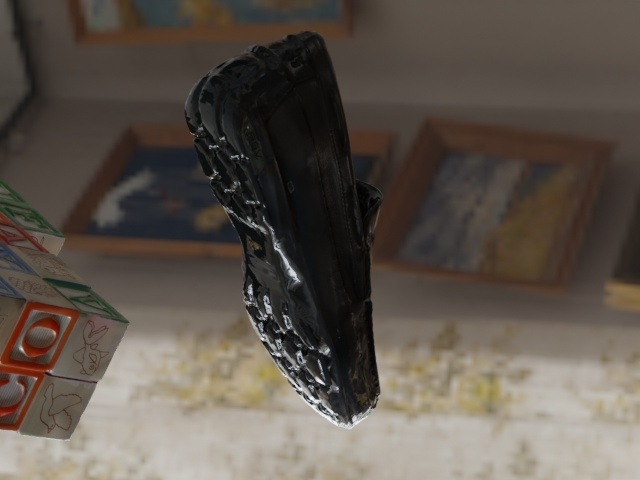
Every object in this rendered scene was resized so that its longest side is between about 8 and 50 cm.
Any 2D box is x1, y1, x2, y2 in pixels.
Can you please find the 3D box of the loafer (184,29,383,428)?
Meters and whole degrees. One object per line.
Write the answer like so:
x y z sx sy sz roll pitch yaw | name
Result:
0.000 0.000 0.971 0.078 0.076 0.223 -33 -50 -22 | loafer

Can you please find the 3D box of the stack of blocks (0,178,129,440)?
-0.251 0.009 1.238 0.171 0.297 0.087 15 -73 -49 | stack of blocks
